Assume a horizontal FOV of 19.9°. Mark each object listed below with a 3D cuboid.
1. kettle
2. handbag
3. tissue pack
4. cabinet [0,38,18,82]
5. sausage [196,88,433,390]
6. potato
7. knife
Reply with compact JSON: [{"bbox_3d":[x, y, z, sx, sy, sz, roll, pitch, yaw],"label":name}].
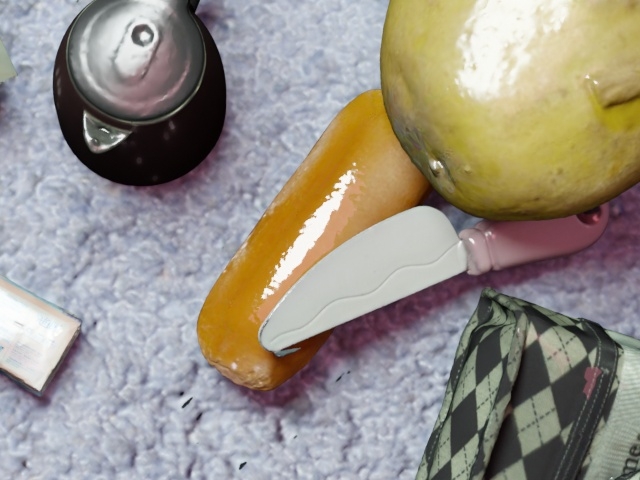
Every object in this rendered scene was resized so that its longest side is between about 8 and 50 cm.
[{"bbox_3d":[-0.129,-0.145,1.442,0.144,0.232,0.202,30,83,-3],"label":"kettle"},{"bbox_3d":[0.281,0.252,1.486,0.416,0.180,0.316,18,92,-8],"label":"handbag"},{"bbox_3d":[-0.253,0.075,1.499,0.094,0.059,0.074,31,81,-2],"label":"tissue pack"},{"bbox_3d":[-0.369,-0.164,1.442,0.206,0.145,0.150,-25,121,-7],"label":"cabinet"},{"bbox_3d":[0.001,0.001,1.508,0.105,0.105,0.274,36,83,-1],"label":"sausage"},{"bbox_3d":[0.150,-0.213,1.425,0.296,0.290,0.397,-32,94,-18],"label":"potato"},{"bbox_3d":[0.095,0.009,1.489,0.336,0.043,0.081,-19,104,-26],"label":"knife"}]
